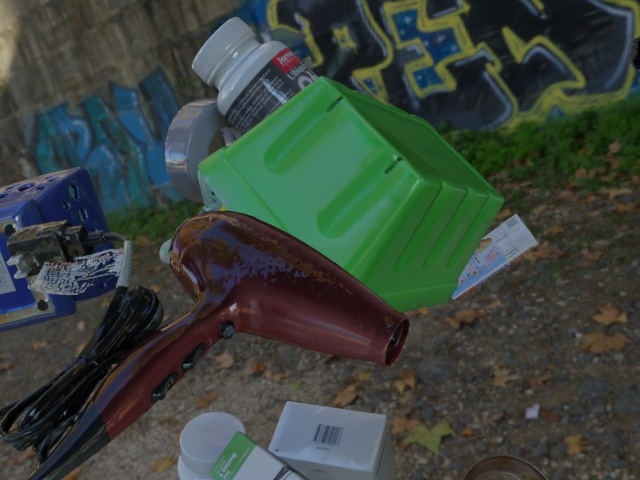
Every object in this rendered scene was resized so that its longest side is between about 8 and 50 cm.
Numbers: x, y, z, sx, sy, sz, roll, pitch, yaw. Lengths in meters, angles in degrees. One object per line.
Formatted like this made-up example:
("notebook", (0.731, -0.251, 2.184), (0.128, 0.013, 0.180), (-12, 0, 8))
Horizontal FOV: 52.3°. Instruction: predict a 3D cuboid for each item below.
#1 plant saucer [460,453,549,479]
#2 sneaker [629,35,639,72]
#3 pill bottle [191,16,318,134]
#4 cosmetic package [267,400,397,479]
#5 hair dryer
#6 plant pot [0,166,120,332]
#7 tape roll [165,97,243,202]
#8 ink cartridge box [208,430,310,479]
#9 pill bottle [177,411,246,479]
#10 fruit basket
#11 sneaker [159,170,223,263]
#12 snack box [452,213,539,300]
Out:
("plant saucer", (0.307, 0.459, 1.079), (0.199, 0.198, 0.036), (-24, -16, -22))
("sneaker", (0.640, -0.272, 1.131), (0.180, 0.321, 0.124), (9, -41, -29))
("pill bottle", (-0.080, -0.257, 1.222), (0.176, 0.318, 0.176), (-47, 7, 7))
("cosmetic package", (0.033, 0.472, 1.379), (0.224, 0.224, 0.138), (4, 41, 19))
("hair dryer", (-0.086, 0.068, 0.446), (0.294, 0.080, 0.223), (-7, 47, -1))
("plant pot", (-0.509, 0.026, 1.113), (0.236, 0.235, 0.212), (-13, 15, 9))
("tape roll", (-0.210, -0.181, 1.339), (0.072, 0.219, 0.219), (10, 28, 37))
("ink cartridge box", (-0.059, 0.438, 1.110), (0.219, 0.160, 0.092), (25, 71, 36))
("pill bottle", (-0.220, 0.515, 1.393), (0.160, 0.283, 0.160), (0, 31, 0))
("fruit basket", (0.000, 0.000, 0.826), (0.392, 0.283, 0.392), (-34, -22, -16))
("sneaker", (-0.218, -0.061, 1.228), (0.256, 0.151, 0.094), (-25, 26, 10))
("snack box", (0.294, 0.032, 1.159), (0.178, 0.064, 0.022), (-39, -30, 20))
